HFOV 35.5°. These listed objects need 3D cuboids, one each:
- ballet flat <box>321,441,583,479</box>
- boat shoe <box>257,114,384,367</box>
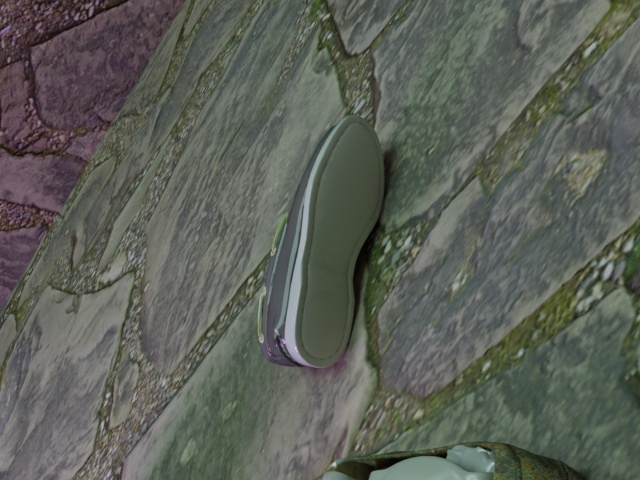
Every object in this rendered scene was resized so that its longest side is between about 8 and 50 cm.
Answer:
[{"bbox_3d":[0.065,0.224,0.840,0.348,0.123,0.123,-22,48,51],"label":"ballet flat"},{"bbox_3d":[-0.003,-0.002,1.155,0.091,0.109,0.305,-10,61,50],"label":"boat shoe"}]
